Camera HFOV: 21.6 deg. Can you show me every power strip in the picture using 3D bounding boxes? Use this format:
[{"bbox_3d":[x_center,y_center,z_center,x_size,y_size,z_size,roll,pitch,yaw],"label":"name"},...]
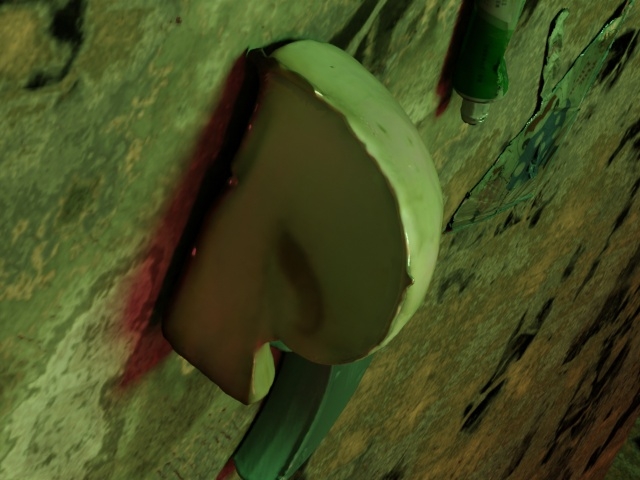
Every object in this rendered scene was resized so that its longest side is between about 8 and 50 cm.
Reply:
[{"bbox_3d":[-0.005,0.086,1.368,0.167,0.054,0.253,-46,158,-37],"label":"power strip"}]

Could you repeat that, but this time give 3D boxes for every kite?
[{"bbox_3d":[0.221,-0.120,1.664,0.335,0.011,0.314,-50,160,-21],"label":"kite"}]

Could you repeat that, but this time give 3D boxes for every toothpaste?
[{"bbox_3d":[0.147,-0.196,1.319,0.078,0.047,0.248,-41,153,-44],"label":"toothpaste"}]

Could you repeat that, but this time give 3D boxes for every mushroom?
[{"bbox_3d":[0.022,-0.003,1.128,0.173,0.162,0.236,-25,144,-55],"label":"mushroom"}]
